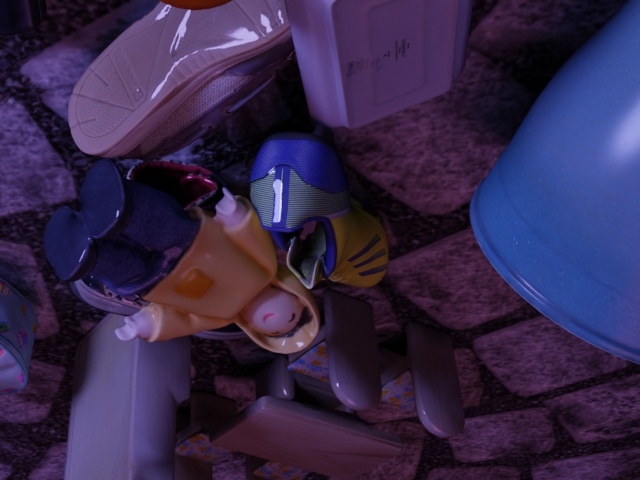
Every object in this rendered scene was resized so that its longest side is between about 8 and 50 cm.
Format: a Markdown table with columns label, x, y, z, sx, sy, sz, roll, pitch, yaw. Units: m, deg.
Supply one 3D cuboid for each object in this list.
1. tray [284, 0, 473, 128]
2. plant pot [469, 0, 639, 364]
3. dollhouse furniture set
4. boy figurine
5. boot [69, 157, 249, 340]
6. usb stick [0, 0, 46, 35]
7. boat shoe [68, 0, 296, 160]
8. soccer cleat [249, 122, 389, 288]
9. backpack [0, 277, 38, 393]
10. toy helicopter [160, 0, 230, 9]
| label | x | y | z | sx | sy | sz | roll | pitch | yaw |
| --- | --- | --- | --- | --- | --- | --- | --- | --- | --- |
| tray | 0.053 | -0.153 | 0.759 | 0.145 | 0.030 | 0.270 | -21 | 163 | -1 |
| plant pot | 0.294 | -0.078 | 0.813 | 0.272 | 0.271 | 0.255 | 9 | 126 | -17 |
| dollhouse furniture set | -0.083 | 0.249 | 1.192 | 0.394 | 0.256 | 0.362 | 23 | 136 | -31 |
| boy figurine | -0.113 | 0.035 | 0.923 | 0.177 | 0.092 | 0.285 | -46 | 134 | 13 |
| boot | -0.117 | 0.014 | 1.021 | 0.236 | 0.085 | 0.178 | 13 | 137 | -23 |
| usb stick | -0.237 | -0.254 | 0.684 | 0.077 | 0.045 | 0.278 | 12 | 143 | 2 |
| boat shoe | -0.074 | -0.156 | 0.795 | 0.285 | 0.103 | 0.092 | -36 | 158 | 20 |
| soccer cleat | -0.001 | 0.000 | 0.949 | 0.093 | 0.121 | 0.289 | 2 | 158 | 17 |
| backpack | -0.403 | 0.113 | 1.077 | 0.188 | 0.144 | 0.166 | -15 | 136 | 9 |
| toy helicopter | -0.096 | -0.313 | 0.549 | 0.235 | 0.140 | 0.355 | -29 | 134 | 27 |
